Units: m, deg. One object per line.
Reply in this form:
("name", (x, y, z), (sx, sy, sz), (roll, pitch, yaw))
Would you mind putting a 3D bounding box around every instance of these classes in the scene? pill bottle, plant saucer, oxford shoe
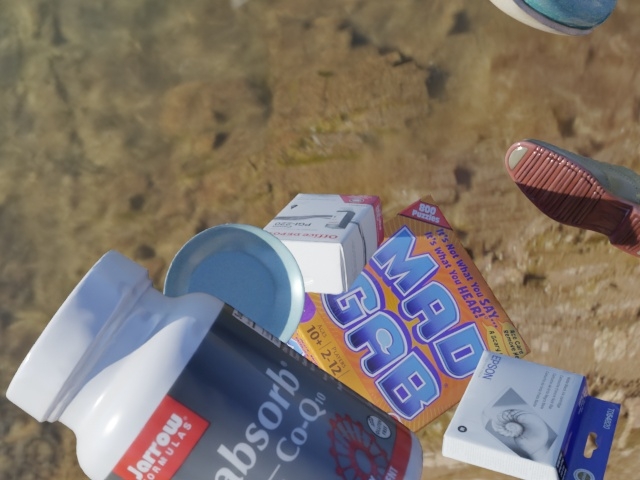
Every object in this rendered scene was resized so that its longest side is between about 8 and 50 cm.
("pill bottle", (-0.100, 0.182, 0.873), (0.363, 0.210, 0.210), (35, 85, -5))
("plant saucer", (-0.118, 0.075, 1.226), (0.195, 0.037, 0.194), (1, 87, -16))
("oxford shoe", (0.499, -0.094, 1.652), (0.348, 0.123, 0.130), (32, 47, -3))

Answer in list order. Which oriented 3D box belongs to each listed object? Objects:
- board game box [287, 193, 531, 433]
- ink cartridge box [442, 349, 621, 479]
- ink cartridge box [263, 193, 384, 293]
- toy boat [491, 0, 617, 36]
("board game box", (0.119, 0.179, 1.795), (0.357, 0.356, 0.356), (-32, 87, -15))
("ink cartridge box", (0.319, 0.265, 1.331), (0.224, 0.045, 0.223), (13, 34, 20))
("ink cartridge box", (0.000, 0.000, 1.499), (0.159, 0.218, 0.092), (2, 116, 20))
("toy boat", (0.270, -0.400, 1.003), (0.148, 0.268, 0.318), (3, 85, 48))
